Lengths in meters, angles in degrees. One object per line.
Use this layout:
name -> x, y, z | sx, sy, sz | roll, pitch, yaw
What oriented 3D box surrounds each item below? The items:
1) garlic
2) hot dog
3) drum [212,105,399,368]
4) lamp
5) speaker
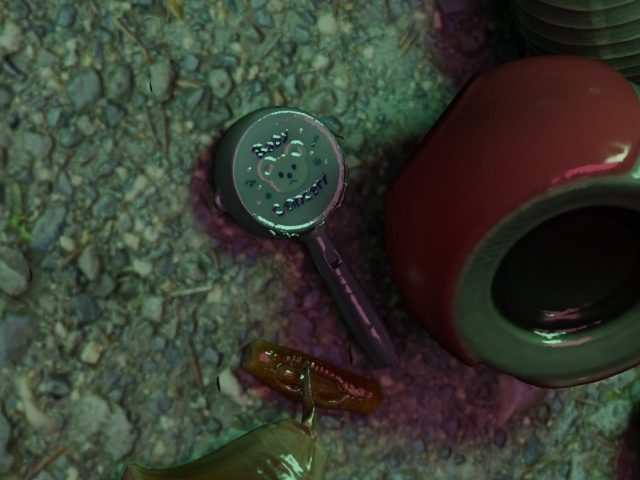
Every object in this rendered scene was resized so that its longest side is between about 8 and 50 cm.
garlic -> -0.062, 0.204, 1.360 | 0.198, 0.090, 0.128 | -30, 92, -13
hot dog -> -0.006, 0.126, 1.417 | 0.137, 0.028, 0.044 | 24, 88, -23
drum -> -0.018, 0.006, 1.399 | 0.130, 0.049, 0.253 | -18, 97, -23
lamp -> 0.287, -0.260, 1.442 | 0.233, 0.233, 0.265 | 28, 63, -21
speaker -> 0.208, -0.013, 1.378 | 0.294, 0.294, 0.294 | 0, 90, -23
